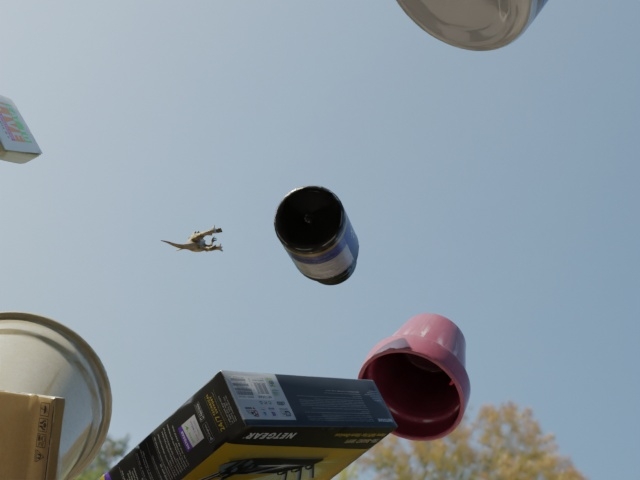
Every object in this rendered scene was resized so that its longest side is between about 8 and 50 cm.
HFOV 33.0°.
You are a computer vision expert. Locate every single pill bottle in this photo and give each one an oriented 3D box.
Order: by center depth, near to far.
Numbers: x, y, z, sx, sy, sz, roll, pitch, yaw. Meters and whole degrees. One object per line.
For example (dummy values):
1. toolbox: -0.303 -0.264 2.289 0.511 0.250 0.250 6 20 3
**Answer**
1. pill bottle: 0.184 -0.313 1.002 0.153 0.264 0.153 28 -28 17
2. pill bottle: 0.000 0.000 1.869 0.123 0.123 0.219 17 -16 17

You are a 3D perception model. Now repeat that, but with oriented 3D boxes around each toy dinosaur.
1. toy dinosaur: -0.237 0.007 2.062 0.092 0.183 0.053 -14 -88 10

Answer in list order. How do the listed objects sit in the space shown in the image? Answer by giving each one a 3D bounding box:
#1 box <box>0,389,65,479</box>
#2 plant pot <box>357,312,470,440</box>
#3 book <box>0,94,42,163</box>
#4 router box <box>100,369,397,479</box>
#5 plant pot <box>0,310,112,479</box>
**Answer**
1. box: -0.387 0.286 1.328 0.164 0.201 0.021 1 -8 35
2. plant pot: 0.185 0.233 1.974 0.201 0.180 0.201 9 -58 15
3. book: -0.437 -0.156 1.471 0.096 0.035 0.144 64 4 0
4. router box: -0.085 0.270 1.381 0.243 0.081 0.309 -43 -32 25
5. plant pot: -0.506 0.306 1.706 0.334 0.334 0.305 38 2 -12
